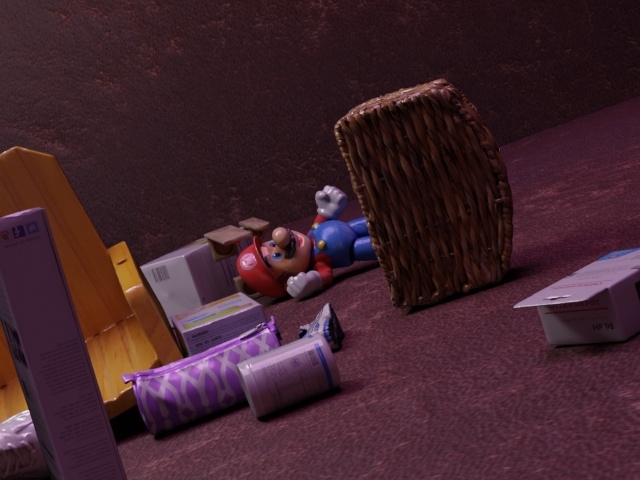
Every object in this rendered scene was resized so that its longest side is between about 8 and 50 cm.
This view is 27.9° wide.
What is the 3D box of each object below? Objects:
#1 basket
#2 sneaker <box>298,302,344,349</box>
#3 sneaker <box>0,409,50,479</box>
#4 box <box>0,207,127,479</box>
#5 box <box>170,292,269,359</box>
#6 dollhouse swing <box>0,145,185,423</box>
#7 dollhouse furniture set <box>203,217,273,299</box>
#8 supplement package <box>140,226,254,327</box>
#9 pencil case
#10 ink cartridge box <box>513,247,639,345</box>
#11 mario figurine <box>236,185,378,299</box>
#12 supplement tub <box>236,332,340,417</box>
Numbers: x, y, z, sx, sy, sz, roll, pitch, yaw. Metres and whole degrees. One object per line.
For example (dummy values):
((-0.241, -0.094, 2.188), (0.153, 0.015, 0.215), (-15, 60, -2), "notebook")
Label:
((0.166, -0.079, 1.882), (0.213, 0.299, 0.223), (-18, 6, 9), "basket")
((-0.004, 0.125, 1.790), (0.058, 0.052, 0.135), (-23, 5, 8), "sneaker")
((-0.392, 0.263, 1.533), (0.232, 0.090, 0.115), (-9, 12, 2), "sneaker")
((-0.250, 0.130, 1.214), (0.058, 0.322, 0.232), (-16, 5, -17), "box")
((-0.130, 0.143, 1.757), (0.114, 0.103, 0.203), (-20, 6, -9), "box")
((-0.416, 0.084, 1.714), (0.347, 0.305, 0.315), (-29, 23, -6), "dollhouse swing")
((-0.118, 0.041, 2.468), (0.144, 0.151, 0.123), (-21, 14, -18), "dollhouse furniture set")
((-0.237, 0.074, 2.581), (0.139, 0.133, 0.244), (-15, 7, 30), "supplement package")
((-0.134, 0.169, 1.607), (0.206, 0.088, 0.086), (-23, 32, -10), "pencil case")
((0.298, 0.062, 1.340), (0.180, 0.060, 0.104), (-24, 8, -37), "ink cartridge box")
((0.000, 0.000, 2.357), (0.321, 0.170, 0.198), (-18, 8, -3), "mario figurine")
((-0.037, 0.157, 1.502), (0.107, 0.071, 0.071), (-20, 6, -9), "supplement tub")
